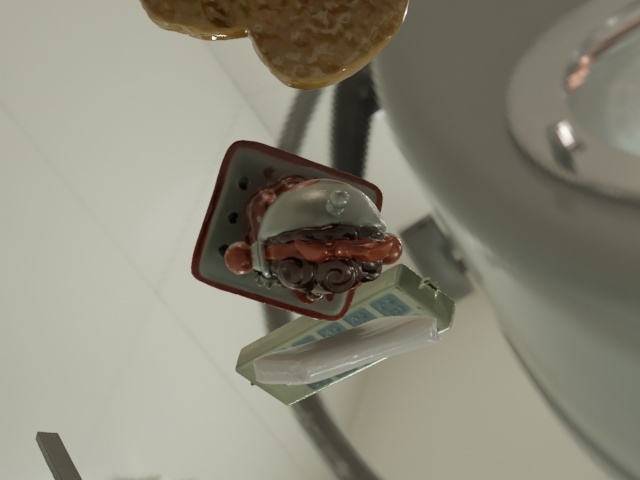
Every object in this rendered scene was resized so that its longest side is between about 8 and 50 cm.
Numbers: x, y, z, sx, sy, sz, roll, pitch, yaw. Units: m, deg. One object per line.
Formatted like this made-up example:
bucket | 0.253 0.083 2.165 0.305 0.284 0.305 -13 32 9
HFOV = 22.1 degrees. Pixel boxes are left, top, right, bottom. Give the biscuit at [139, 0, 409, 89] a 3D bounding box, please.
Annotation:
biscuit | -0.070 -0.309 1.485 0.269 0.376 0.051 -33 180 -10

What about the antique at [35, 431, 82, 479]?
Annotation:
antique | -0.336 0.285 2.108 0.192 0.031 0.015 -145 -115 -67

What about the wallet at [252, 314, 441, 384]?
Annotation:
wallet | 0.028 0.107 1.606 0.190 0.033 0.095 -16 -172 -38

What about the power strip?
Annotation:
power strip | 0.023 0.132 2.163 0.367 0.106 0.043 -30 -147 43

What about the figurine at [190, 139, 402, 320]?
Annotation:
figurine | 0.000 0.000 1.619 0.226 0.183 0.160 -165 -88 -71
